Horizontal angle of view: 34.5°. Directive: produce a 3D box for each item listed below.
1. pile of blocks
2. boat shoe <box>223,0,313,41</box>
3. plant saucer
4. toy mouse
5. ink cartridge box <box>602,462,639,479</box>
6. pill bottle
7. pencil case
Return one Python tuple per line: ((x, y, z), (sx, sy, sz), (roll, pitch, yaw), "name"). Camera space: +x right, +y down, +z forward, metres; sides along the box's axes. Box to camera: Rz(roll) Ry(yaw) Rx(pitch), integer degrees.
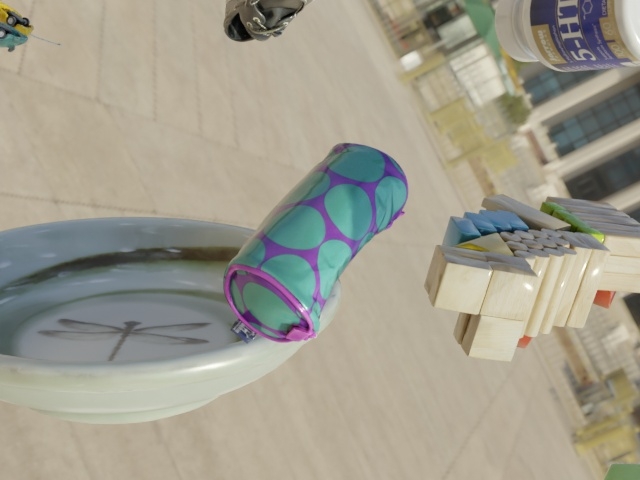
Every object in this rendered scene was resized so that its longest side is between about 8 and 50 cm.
((0.194, 0.037, 0.996), (0.149, 0.113, 0.362), (30, 25, 35), "pile of blocks")
((-0.067, -0.274, 1.228), (0.080, 0.076, 0.228), (13, 0, -26), "boat shoe")
((-0.181, 0.077, 0.943), (0.400, 0.400, 0.101), (-75, 167, -73), "plant saucer")
((-0.428, -0.281, 1.308), (0.161, 0.031, 0.143), (38, 17, 1), "toy mouse")
((0.323, 0.299, 0.972), (0.235, 0.171, 0.056), (-36, 112, -49), "ink cartridge box")
((0.267, -0.225, 1.023), (0.186, 0.112, 0.112), (7, -46, 57), "pill bottle")
((0.000, 0.000, 0.651), (0.070, 0.064, 0.152), (50, 47, -12), "pencil case")
